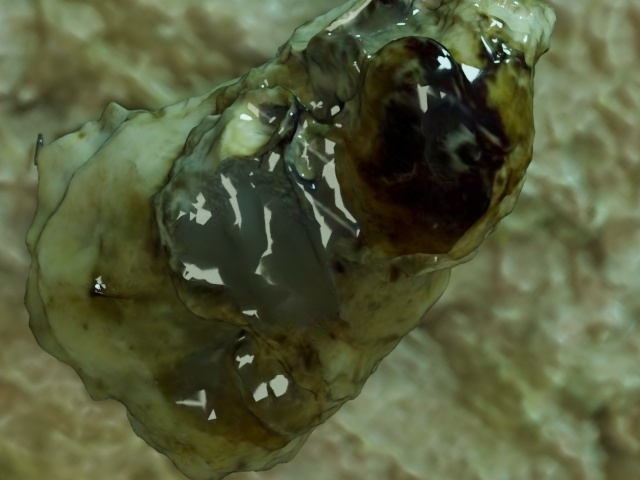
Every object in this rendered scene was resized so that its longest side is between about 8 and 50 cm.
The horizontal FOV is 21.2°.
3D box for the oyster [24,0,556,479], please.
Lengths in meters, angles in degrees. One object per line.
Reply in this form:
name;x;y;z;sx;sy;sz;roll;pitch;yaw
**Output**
oyster;-0.003;-0.015;0.636;0.233;0.107;0.161;-44;109;7
